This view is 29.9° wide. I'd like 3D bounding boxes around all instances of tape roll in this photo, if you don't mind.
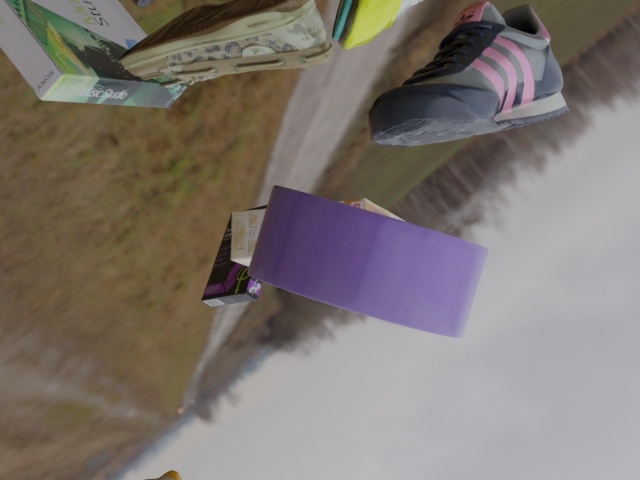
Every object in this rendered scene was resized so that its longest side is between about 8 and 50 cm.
[{"bbox_3d":[0.039,0.017,1.006,0.189,0.189,0.080,7,100,-87],"label":"tape roll"}]

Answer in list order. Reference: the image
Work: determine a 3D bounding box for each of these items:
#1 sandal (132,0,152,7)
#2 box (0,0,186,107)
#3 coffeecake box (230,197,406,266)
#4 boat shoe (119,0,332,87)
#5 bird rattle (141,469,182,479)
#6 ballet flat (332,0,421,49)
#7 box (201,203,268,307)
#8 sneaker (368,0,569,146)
[{"bbox_3d":[-0.129,-0.239,0.999,0.067,0.040,0.179,-40,-167,21],"label":"sandal"},{"bbox_3d":[-0.353,-0.294,1.718,0.058,0.232,0.322,-44,167,22],"label":"box"},{"bbox_3d":[0.000,0.000,1.542,0.185,0.068,0.142,-5,167,24],"label":"coffeecake box"},{"bbox_3d":[-0.115,-0.215,1.360,0.285,0.089,0.104,-5,-147,42],"label":"boat shoe"},{"bbox_3d":[-0.222,0.419,1.566,0.253,0.207,0.143,-34,147,9],"label":"bird rattle"},{"bbox_3d":[0.061,-0.230,0.949,0.077,0.077,0.231,114,-12,-47],"label":"ballet flat"},{"bbox_3d":[-0.122,0.023,1.886,0.116,0.029,0.162,-12,-128,47],"label":"box"},{"bbox_3d":[0.136,-0.166,1.171,0.112,0.131,0.319,-10,-176,34],"label":"sneaker"}]
